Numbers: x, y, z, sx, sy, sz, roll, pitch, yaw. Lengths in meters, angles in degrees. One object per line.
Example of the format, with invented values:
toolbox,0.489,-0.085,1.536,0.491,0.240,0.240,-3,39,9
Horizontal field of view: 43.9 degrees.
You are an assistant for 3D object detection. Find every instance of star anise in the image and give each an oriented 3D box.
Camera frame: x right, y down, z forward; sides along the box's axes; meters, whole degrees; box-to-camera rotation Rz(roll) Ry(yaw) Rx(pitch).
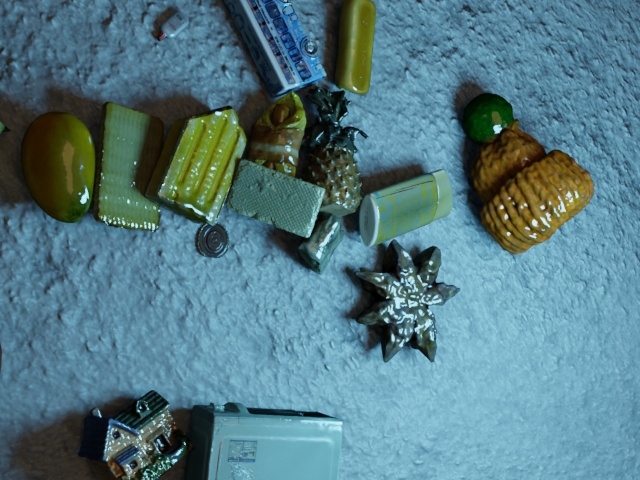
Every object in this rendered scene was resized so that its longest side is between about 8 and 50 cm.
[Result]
star anise,0.218,0.153,1.930,0.315,0.108,0.316,5,77,-22

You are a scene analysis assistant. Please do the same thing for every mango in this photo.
mango,-0.521,-0.145,1.576,0.120,0.151,0.221,-5,96,-65

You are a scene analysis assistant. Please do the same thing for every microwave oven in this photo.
microwave oven,-0.128,0.470,1.699,0.295,0.181,0.238,8,84,-25

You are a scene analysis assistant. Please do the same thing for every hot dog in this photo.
hot dog,-0.103,-0.217,1.793,0.123,0.093,0.262,7,85,16

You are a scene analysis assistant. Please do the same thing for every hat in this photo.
hat,0.476,-0.174,2.018,0.285,0.285,0.400,-40,85,-23

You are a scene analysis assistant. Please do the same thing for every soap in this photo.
soap,-0.260,-0.180,1.724,0.160,0.080,0.258,30,72,-39

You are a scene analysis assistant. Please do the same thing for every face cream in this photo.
face cream,-0.331,-0.472,1.758,0.040,0.021,0.083,47,68,-15
face cream,0.217,-0.085,1.932,0.285,0.067,0.139,-20,124,-36

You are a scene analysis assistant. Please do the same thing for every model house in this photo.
model house,-0.381,0.396,1.599,0.183,0.166,0.172,-31,96,-36

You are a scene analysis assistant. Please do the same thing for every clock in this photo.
clock,-0.238,-0.001,1.774,0.074,0.010,0.083,10,82,-25

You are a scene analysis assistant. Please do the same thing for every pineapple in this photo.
pineapple,0.030,-0.212,1.858,0.170,0.141,0.310,1,79,-16

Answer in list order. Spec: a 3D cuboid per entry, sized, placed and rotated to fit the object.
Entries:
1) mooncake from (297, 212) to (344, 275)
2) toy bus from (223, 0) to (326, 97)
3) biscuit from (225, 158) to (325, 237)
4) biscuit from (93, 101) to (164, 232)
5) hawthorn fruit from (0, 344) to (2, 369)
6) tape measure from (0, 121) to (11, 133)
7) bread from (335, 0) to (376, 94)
mooncake,0.000,0.000,1.830,0.073,0.130,0.125,28,73,13
toy bus,-0.109,-0.483,1.823,0.131,0.106,0.297,-29,97,-23
biscuit,-0.099,-0.092,1.748,0.199,0.040,0.121,20,97,3
biscuit,-0.399,-0.148,1.659,0.172,0.029,0.255,12,78,-57
hawthorn fruit,-0.764,0.237,1.269,0.471,0.471,0.472,2,85,-26
tape measure,-0.725,-0.188,1.503,0.175,0.106,0.200,43,71,-32
bread,0.081,-0.471,1.929,0.092,0.074,0.239,10,83,-41
